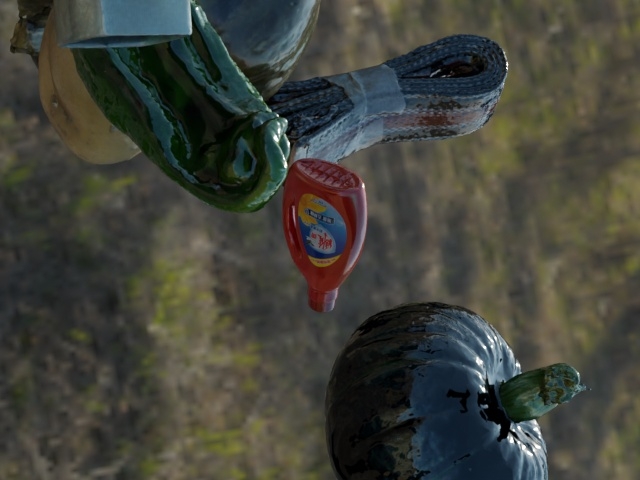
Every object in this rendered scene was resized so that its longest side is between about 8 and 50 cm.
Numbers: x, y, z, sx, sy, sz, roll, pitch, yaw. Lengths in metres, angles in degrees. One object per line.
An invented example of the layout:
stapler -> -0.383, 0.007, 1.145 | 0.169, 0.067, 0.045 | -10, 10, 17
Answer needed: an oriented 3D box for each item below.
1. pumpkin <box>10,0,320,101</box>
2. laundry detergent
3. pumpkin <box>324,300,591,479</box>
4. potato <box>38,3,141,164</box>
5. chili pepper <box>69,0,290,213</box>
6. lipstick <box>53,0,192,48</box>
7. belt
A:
pumpkin -> -0.123, -0.200, 1.478 | 0.242, 0.232, 0.325 | -51, 156, -22
laundry detergent -> 0.000, 0.000, 1.929 | 0.049, 0.097, 0.165 | -36, 141, -44
pumpkin -> 0.136, 0.168, 1.743 | 0.248, 0.248, 0.248 | -11, 90, -72
potato -> -0.138, -0.122, 1.277 | 0.112, 0.112, 0.147 | -54, 164, -66
chili pepper -> -0.094, -0.111, 1.121 | 0.257, 0.100, 0.074 | 55, 4, 25
lipstick -> -0.113, -0.230, 0.994 | 0.077, 0.079, 0.253 | -6, 93, -33
belt -> 0.048, -0.144, 2.088 | 0.126, 0.359, 0.094 | 52, -31, 36
